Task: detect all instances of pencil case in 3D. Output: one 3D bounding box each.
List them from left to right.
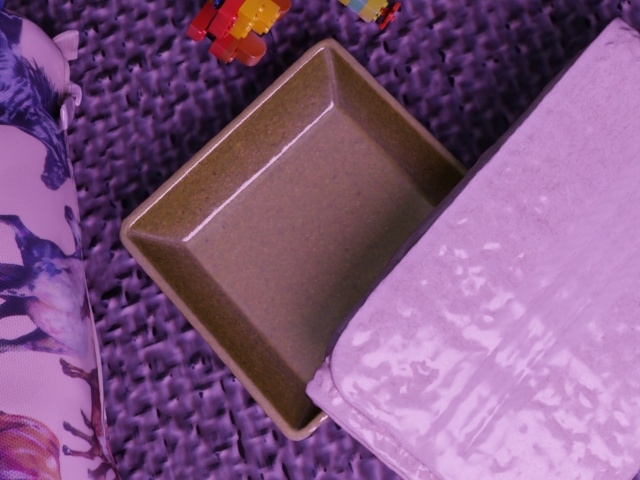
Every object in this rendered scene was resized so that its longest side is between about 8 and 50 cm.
[{"bbox_3d":[-0.207,0.046,0.839,0.183,0.160,0.410,-12,70,-7],"label":"pencil case"}]

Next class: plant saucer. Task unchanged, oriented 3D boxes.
[{"bbox_3d":[0.000,0.000,0.857,0.188,0.045,0.188,-43,68,-1],"label":"plant saucer"}]

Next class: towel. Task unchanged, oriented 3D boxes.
[{"bbox_3d":[0.142,0.036,0.778,0.187,0.049,0.282,42,87,-1],"label":"towel"}]

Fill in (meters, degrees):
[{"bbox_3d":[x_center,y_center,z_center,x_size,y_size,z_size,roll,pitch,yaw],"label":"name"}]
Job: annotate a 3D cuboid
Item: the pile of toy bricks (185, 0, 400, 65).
[{"bbox_3d":[0.012,-0.184,0.893,0.105,0.118,0.212,36,67,-5],"label":"pile of toy bricks"}]
